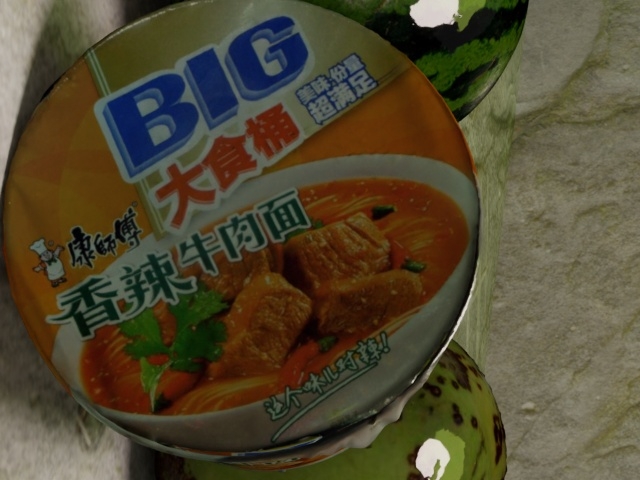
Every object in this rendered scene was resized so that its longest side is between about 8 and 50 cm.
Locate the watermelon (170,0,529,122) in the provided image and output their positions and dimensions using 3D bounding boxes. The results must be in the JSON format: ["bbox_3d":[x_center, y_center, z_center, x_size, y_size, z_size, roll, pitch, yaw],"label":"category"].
[{"bbox_3d":[0.017,-0.200,1.191,0.285,0.285,0.285,4,90,-77],"label":"watermelon"}]

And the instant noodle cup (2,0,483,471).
[{"bbox_3d":[-0.042,0.017,1.032,0.214,0.296,0.296,80,17,-73],"label":"instant noodle cup"}]

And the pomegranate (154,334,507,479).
[{"bbox_3d":[0.013,0.218,1.262,0.285,0.284,0.341,-21,108,-76],"label":"pomegranate"}]
